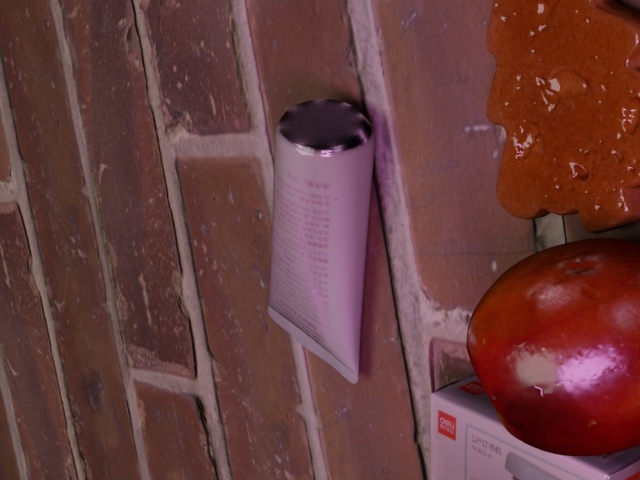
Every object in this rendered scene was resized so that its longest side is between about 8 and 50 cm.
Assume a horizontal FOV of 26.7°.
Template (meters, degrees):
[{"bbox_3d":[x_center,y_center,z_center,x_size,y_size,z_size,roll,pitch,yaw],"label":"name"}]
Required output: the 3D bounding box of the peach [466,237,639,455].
[{"bbox_3d":[0.261,0.097,1.297,0.243,0.243,0.199,8,125,50],"label":"peach"}]

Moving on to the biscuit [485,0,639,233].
[{"bbox_3d":[0.253,-0.159,1.345,0.284,0.043,0.306,-24,82,54],"label":"biscuit"}]

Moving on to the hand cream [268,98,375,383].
[{"bbox_3d":[0.000,0.000,1.691,0.185,0.118,0.359,34,136,36],"label":"hand cream"}]

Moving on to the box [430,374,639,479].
[{"bbox_3d":[0.235,0.257,1.494,0.269,0.079,0.135,21,119,46],"label":"box"}]
